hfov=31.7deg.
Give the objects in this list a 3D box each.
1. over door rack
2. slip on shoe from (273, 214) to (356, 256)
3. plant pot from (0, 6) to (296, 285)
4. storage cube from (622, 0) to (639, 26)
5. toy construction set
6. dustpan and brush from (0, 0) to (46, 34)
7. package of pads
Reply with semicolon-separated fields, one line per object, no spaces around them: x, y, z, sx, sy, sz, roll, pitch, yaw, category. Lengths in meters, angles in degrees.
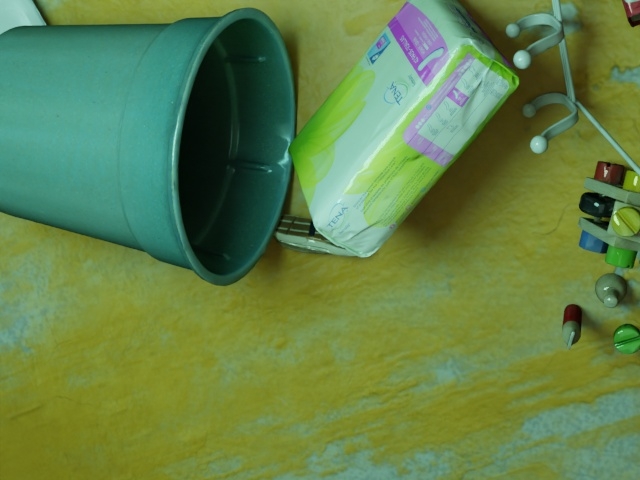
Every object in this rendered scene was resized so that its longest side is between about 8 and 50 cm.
0.282;-0.204;1.248;0.108;0.324;0.240;-21;117;-8;over door rack
0.000;0.000;1.539;0.135;0.051;0.041;8;143;5;slip on shoe
-0.247;-0.136;1.441;0.334;0.341;0.341;9;104;21;plant pot
0.408;-0.366;1.268;0.183;0.215;0.193;-18;91;18;storage cube
0.402;0.022;1.335;0.257;0.237;0.309;39;108;4;toy construction set
-0.479;-0.277;1.601;0.211;0.060;0.147;-30;92;11;dustpan and brush
0.093;-0.148;1.379;0.101;0.229;0.296;31;111;-25;package of pads
